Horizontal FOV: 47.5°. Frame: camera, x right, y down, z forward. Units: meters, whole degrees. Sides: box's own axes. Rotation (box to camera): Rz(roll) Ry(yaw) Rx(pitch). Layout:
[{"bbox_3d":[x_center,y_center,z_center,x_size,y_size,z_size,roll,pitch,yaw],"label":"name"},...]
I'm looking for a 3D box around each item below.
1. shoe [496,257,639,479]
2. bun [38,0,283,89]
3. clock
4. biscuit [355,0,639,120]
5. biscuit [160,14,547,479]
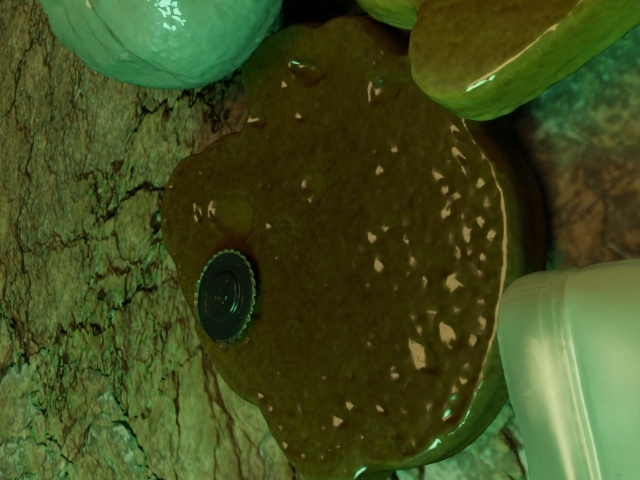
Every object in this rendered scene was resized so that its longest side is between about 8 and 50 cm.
[{"bbox_3d":[0.203,0.177,0.356,0.160,0.132,0.362,-19,70,36],"label":"shoe"},{"bbox_3d":[-0.128,-0.303,0.614,0.354,0.194,0.354,-26,58,53],"label":"bun"},{"bbox_3d":[-0.081,0.047,0.617,0.074,0.010,0.083,44,117,35],"label":"clock"},{"bbox_3d":[0.140,-0.207,0.449,0.344,0.057,0.287,6,75,43],"label":"biscuit"},{"bbox_3d":[0.000,0.000,0.591,0.381,0.074,0.358,22,100,44],"label":"biscuit"}]
